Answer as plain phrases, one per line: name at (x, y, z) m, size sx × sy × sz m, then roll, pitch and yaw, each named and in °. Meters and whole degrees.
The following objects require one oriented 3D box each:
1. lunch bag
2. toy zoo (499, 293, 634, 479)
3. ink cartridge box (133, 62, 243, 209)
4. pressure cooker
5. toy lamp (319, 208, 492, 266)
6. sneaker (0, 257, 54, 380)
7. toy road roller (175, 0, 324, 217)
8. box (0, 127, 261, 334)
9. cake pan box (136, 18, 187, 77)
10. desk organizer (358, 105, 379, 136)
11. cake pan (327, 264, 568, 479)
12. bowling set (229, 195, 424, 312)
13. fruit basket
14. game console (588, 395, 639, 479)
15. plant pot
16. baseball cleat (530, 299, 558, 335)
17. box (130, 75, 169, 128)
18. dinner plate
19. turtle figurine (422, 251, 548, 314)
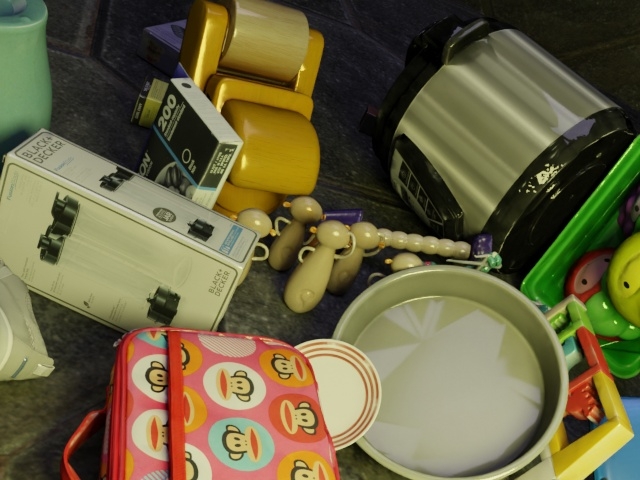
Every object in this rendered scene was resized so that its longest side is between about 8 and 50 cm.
lunch bag at (-0.120, 0.217, 0.791) m, size 0.258 × 0.120 × 0.293 m, roll 10°, pitch 35°, yaw -19°
toy zoo at (0.284, 0.216, 1.023) m, size 0.030 × 0.192 × 0.293 m, roll 38°, pitch 26°, yaw -20°
ink cartridge box at (-0.207, -0.111, 1.119) m, size 0.045 × 0.206 × 0.208 m, roll 2°, pitch 38°, yaw -41°
pressure cooker at (0.303, -0.191, 1.476) m, size 0.375 × 0.370 × 0.420 m, roll -8°, pitch 49°, yaw -49°
toy lamp at (0.133, -0.001, 1.295) m, size 0.274 × 0.080 × 0.080 m, roll 9°, pitch 32°, yaw 1°
sneaker at (-0.378, 0.058, 0.870) m, size 0.281 × 0.105 × 0.115 m, roll 51°, pitch 8°, yaw 37°
toy road roller at (-0.095, -0.194, 1.217) m, size 0.202 × 0.330 × 0.240 m, roll 6°, pitch 14°, yaw -32°
box at (-0.237, 0.010, 0.950) m, size 0.289 × 0.169 × 0.087 m, roll 25°, pitch 31°, yaw -3°
cake pan box at (-0.193, -0.358, 1.635) m, size 0.266 × 0.070 × 0.246 m, roll 33°, pitch 33°, yaw 10°
desk organizer at (0.151, -0.241, 1.745) m, size 0.130 × 0.047 × 0.050 m, roll 23°, pitch 28°, yaw -8°
cake pan at (0.154, 0.167, 1.003) m, size 0.293 × 0.054 × 0.293 m, roll -1°, pitch 56°, yaw 2°
bowling set at (0.000, 0.000, 1.160) m, size 0.286 × 0.154 × 0.200 m, roll 21°, pitch 32°, yaw -12°
fruit basket at (0.526, 0.037, 1.306) m, size 0.283 × 0.392 × 0.392 m, roll 42°, pitch 34°, yaw 23°
game console at (0.459, 0.352, 0.987) m, size 0.250 × 0.173 × 0.293 m, roll 33°, pitch 53°, yaw -49°
plant pot at (-0.458, -0.199, 1.007) m, size 0.271 × 0.255 × 0.272 m, roll 20°, pitch 32°, yaw -13°
baseball cleat at (0.299, 0.125, 1.288) m, size 0.205 × 0.072 × 0.109 m, roll 15°, pitch 39°, yaw -13°
box at (-0.206, -0.208, 1.407) m, size 0.232 × 0.058 × 0.087 m, roll 18°, pitch 32°, yaw -15°
dinner plate at (0.002, 0.184, 0.958) m, size 0.141 × 0.017 × 0.141 m, roll -4°, pitch 58°, yaw 7°
turtle figurine at (0.216, 0.088, 1.212) m, size 0.234 × 0.175 × 0.118 m, roll 32°, pitch 12°, yaw -8°
